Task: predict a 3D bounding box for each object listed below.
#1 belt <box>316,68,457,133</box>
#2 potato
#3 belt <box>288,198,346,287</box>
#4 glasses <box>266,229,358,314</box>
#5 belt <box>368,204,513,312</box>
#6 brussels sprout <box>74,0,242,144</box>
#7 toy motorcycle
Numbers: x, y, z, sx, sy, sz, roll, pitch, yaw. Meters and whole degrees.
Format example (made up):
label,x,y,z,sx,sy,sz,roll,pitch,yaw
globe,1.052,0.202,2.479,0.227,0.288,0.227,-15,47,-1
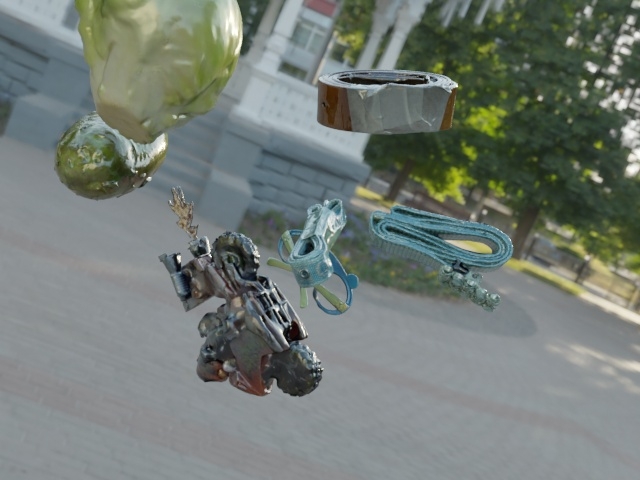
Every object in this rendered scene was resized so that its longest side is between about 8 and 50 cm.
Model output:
label,x,y,z,sx,sy,sz,roll,pitch,yaw
belt,0.124,-0.263,1.776,0.261,0.105,0.184,5,21,1
potato,-0.374,-0.160,1.701,0.176,0.141,0.298,20,23,6
belt,0.000,0.000,1.946,0.072,0.087,0.302,64,20,-21
glasses,-0.046,0.082,2.172,0.206,0.102,0.239,-19,67,-48
belt,0.142,0.015,1.160,0.179,0.100,0.065,15,-14,6
brussels sprout,-0.245,-0.312,1.426,0.242,0.274,0.317,17,43,6
toy motorcycle,-0.159,0.090,1.512,0.401,0.207,0.134,61,29,2
